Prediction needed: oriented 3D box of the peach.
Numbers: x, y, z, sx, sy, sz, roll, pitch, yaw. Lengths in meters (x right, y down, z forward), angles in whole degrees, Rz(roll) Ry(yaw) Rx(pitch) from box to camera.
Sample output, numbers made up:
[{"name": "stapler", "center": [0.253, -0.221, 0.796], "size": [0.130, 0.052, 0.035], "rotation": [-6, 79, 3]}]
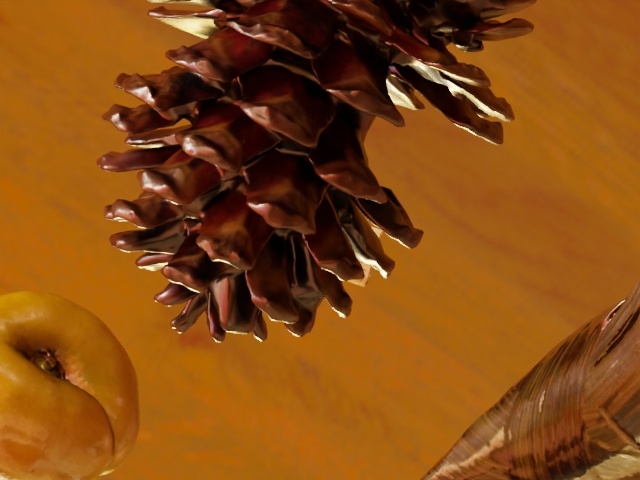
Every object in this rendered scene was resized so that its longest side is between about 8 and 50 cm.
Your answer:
[{"name": "peach", "center": [-0.224, 0.121, 1.568], "size": [0.179, 0.179, 0.103], "rotation": [29, 127, -14]}]

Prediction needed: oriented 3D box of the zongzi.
[{"name": "zongzi", "center": [0.114, 0.070, 0.857], "size": [0.184, 0.187, 0.084], "rotation": [-20, 74, 6]}]

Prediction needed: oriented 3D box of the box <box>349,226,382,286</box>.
[{"name": "box", "center": [0.000, 0.000, 1.601], "size": [0.093, 0.058, 0.015], "rotation": [18, 133, -1]}]

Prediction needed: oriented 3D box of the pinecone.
[{"name": "pinecone", "center": [-0.011, -0.073, 1.164], "size": [0.246, 0.246, 0.292], "rotation": [22, 94, -10]}]
